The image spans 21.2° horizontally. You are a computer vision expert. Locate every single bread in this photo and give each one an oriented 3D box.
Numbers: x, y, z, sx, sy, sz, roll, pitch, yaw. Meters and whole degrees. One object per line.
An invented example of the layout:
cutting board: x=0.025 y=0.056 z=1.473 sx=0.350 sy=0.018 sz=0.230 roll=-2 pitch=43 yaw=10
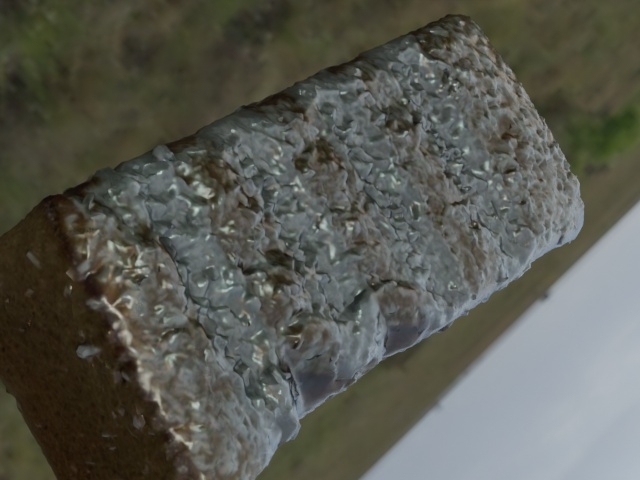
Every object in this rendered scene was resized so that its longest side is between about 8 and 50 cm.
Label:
bread: x=0.000 y=0.000 z=0.933 sx=0.113 sy=0.165 sz=0.416 roll=-29 pitch=-178 yaw=40
